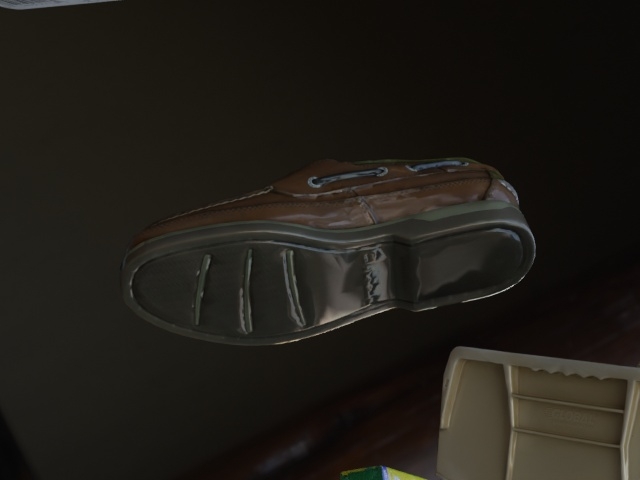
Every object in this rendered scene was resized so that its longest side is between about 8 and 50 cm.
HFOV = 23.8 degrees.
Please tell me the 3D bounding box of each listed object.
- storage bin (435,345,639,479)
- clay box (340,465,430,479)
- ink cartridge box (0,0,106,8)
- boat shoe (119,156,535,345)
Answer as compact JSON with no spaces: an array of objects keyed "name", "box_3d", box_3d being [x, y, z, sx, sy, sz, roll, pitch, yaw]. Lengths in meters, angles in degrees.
[{"name":"storage bin","box_3d":[0.271,0.157,1.228,0.260,0.262,0.123,4,-91,47]},{"name":"clay box","box_3d":[0.093,0.315,1.605,0.222,0.053,0.127,28,52,-60]},{"name":"ink cartridge box","box_3d":[-0.265,-0.467,1.750,0.308,0.091,0.385,3,-93,44]},{"name":"boat shoe","box_3d":[0.000,0.000,1.139,0.104,0.307,0.111,-107,-162,-47]}]
